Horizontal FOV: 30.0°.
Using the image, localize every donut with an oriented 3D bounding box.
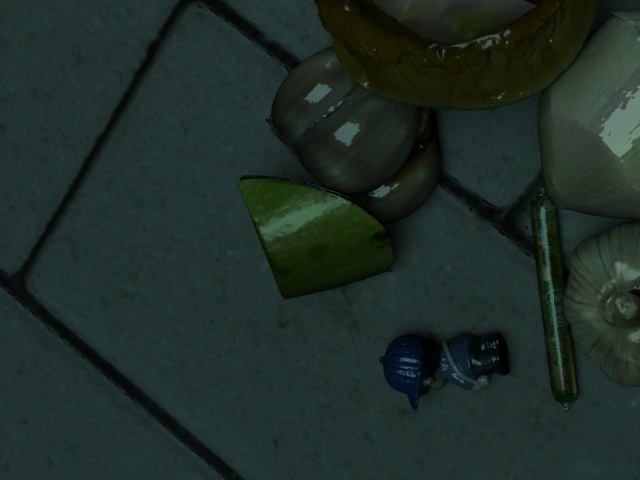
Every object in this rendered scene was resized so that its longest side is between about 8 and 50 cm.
[{"bbox_3d":[0.134,-0.296,1.259,0.330,0.160,0.330,-11,62,22],"label":"donut"}]

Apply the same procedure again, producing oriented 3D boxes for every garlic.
[{"bbox_3d":[0.349,0.073,1.272,0.199,0.226,0.199,1,94,21],"label":"garlic"},{"bbox_3d":[0.044,-0.123,1.387,0.191,0.160,0.214,-35,83,27],"label":"garlic"}]

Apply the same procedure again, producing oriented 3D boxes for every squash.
[{"bbox_3d":[-0.011,0.018,1.414,0.184,0.085,0.192,7,143,25],"label":"squash"}]

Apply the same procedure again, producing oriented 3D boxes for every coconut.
[{"bbox_3d":[0.333,-0.121,1.259,0.224,0.224,0.234,36,109,11],"label":"coconut"}]

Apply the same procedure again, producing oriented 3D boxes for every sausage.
[{"bbox_3d":[0.273,0.070,1.400,0.032,0.033,0.269,-5,97,21],"label":"sausage"}]

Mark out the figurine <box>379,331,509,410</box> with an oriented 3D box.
[{"bbox_3d":[0.149,0.150,1.439,0.149,0.087,0.086,-13,57,21],"label":"figurine"}]
